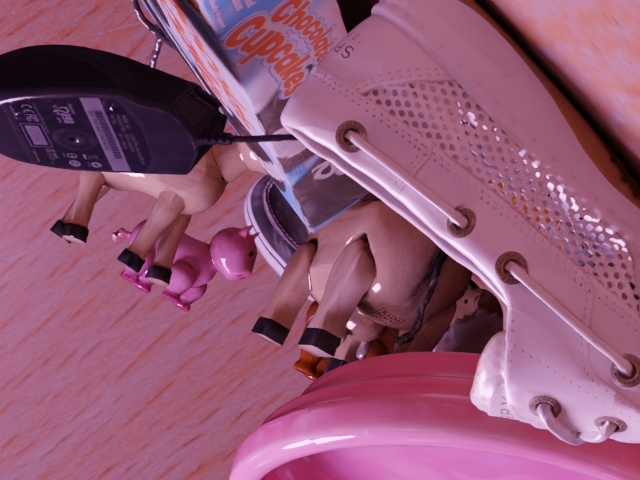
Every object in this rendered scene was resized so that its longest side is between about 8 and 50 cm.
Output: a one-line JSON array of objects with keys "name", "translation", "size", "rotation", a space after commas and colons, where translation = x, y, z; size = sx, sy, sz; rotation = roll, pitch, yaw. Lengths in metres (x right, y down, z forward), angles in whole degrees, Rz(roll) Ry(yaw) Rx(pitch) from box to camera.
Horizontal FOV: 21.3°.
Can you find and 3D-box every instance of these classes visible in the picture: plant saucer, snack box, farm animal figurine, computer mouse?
[{"name": "plant saucer", "translation": [0.104, 0.166, 1.174], "size": [0.332, 0.332, 0.084], "rotation": [50, -139, -51]}, {"name": "snack box", "translation": [-0.056, -0.136, 0.807], "size": [0.187, 0.060, 0.322], "rotation": [53, 176, 19]}, {"name": "farm animal figurine", "translation": [0.000, 0.000, 1.271], "size": [0.330, 0.172, 0.326], "rotation": [33, 170, -37]}, {"name": "computer mouse", "translation": [-0.031, -0.056, 0.706], "size": [0.242, 0.041, 0.071], "rotation": [4, 153, 7]}]

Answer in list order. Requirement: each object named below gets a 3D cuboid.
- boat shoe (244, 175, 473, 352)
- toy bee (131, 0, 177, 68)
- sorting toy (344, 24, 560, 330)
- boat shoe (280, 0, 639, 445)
[{"name": "boat shoe", "translation": [0.053, 0.016, 1.559], "size": [0.335, 0.121, 0.119], "rotation": [35, 164, 30]}, {"name": "toy bee", "translation": [-0.193, -0.204, 0.964], "size": [0.195, 0.162, 0.298], "rotation": [-68, -28, -50]}, {"name": "sorting toy", "translation": [0.098, -0.005, 0.861], "size": [0.229, 0.041, 0.307], "rotation": [54, 177, -19]}, {"name": "boat shoe", "translation": [0.094, 0.031, 0.615], "size": [0.277, 0.096, 0.098], "rotation": [48, 178, 13]}]
